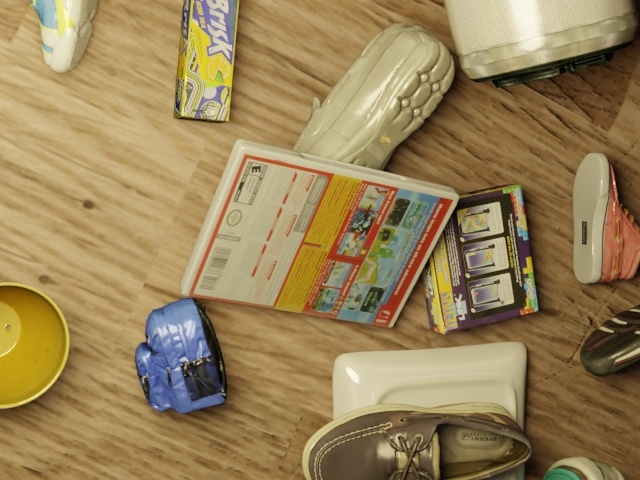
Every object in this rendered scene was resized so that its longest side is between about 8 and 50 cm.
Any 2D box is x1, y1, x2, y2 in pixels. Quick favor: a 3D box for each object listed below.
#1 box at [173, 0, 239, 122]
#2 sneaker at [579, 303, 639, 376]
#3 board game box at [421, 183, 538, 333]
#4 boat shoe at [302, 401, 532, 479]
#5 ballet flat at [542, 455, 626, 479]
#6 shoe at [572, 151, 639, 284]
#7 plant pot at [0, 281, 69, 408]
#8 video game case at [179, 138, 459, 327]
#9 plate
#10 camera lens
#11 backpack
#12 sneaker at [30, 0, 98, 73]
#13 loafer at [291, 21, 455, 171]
[{"bbox_3d":[-0.132,-0.224,1.233,0.059,0.054,0.169,5,91,-20],"label":"box"},{"bbox_3d":[0.495,0.155,1.449,0.281,0.106,0.162,-28,105,-16],"label":"sneaker"},{"bbox_3d":[0.199,0.022,1.366,0.141,0.048,0.170,-11,97,-16],"label":"board game box"},{"bbox_3d":[0.122,0.254,1.282,0.285,0.092,0.103,-2,95,-18],"label":"boat shoe"},{"bbox_3d":[0.360,0.487,1.418,0.139,0.139,0.400,2,92,-19],"label":"ballet flat"},{"bbox_3d":[0.389,-0.030,1.423,0.081,0.063,0.178,-3,99,-20],"label":"shoe"},{"bbox_3d":[-0.351,0.105,1.150,0.134,0.095,0.134,-3,97,-27],"label":"plant pot"},{"bbox_3d":[0.000,0.000,1.241,0.285,0.025,0.204,11,119,-26],"label":"video game case"},{"bbox_3d":[0.152,0.277,1.367,0.278,0.045,0.277,-1,94,-18],"label":"plate"},{"bbox_3d":[0.251,-0.333,1.272,0.219,0.219,0.274,-16,98,-18],"label":"camera lens"},{"bbox_3d":[-0.163,0.131,1.220,0.101,0.098,0.120,-14,99,-14],"label":"backpack"},{"bbox_3d":[-0.309,-0.308,1.162,0.126,0.091,0.240,8,91,-1],"label":"sneaker"},{"bbox_3d":[0.028,-0.123,1.275,0.319,0.111,0.112,-49,141,2],"label":"loafer"}]
